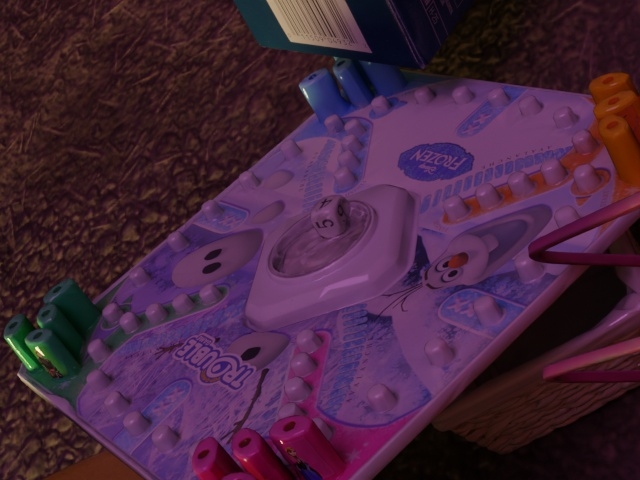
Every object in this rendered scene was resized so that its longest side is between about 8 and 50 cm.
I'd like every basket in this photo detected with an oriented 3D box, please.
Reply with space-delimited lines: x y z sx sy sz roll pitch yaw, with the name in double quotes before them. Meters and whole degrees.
"basket" 0.145 0.055 0.891 0.167 0.103 0.113 -31 52 18

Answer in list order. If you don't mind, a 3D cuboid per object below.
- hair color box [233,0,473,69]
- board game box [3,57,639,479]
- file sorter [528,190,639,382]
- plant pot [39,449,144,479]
"hair color box" 0.085 -0.299 1.061 0.174 0.105 0.347 15 59 39
"board game box" 0.000 0.000 0.906 0.390 0.050 0.390 -41 29 -18
"file sorter" 0.232 0.121 0.671 0.182 0.202 0.291 145 123 -64
"plant pot" -0.067 0.238 0.892 0.187 0.212 0.212 -38 49 0
